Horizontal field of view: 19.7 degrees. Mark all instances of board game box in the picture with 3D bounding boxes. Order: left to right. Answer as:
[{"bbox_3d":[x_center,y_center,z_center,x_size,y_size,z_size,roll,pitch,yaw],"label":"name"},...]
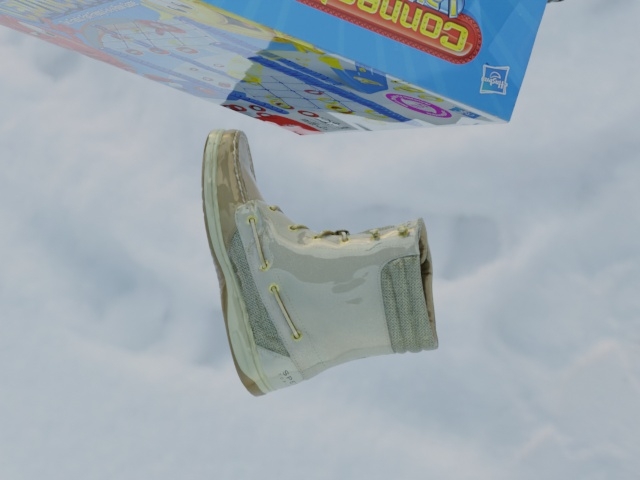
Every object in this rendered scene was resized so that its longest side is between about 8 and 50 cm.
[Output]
[{"bbox_3d":[-0.074,-0.152,1.078,0.308,0.302,0.086,4,76,68],"label":"board game box"}]

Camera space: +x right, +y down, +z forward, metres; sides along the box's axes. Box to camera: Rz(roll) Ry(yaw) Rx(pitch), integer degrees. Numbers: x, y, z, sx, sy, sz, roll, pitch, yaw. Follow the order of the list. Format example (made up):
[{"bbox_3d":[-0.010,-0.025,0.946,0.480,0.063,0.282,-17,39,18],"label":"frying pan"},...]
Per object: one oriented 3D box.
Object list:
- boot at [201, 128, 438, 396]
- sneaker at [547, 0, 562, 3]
[{"bbox_3d":[0.000,0.000,1.421,0.165,0.077,0.213,-15,76,13],"label":"boot"},{"bbox_3d":[0.250,-0.381,1.240,0.447,0.257,0.169,-37,31,-9],"label":"sneaker"}]
